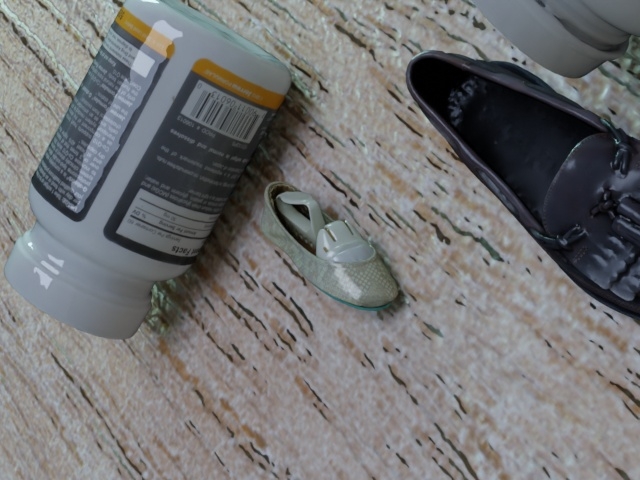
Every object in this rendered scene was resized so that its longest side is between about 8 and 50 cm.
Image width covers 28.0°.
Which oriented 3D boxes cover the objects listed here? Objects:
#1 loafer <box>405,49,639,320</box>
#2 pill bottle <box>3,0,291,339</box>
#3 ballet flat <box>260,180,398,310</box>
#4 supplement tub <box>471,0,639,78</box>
[{"bbox_3d":[0.159,-0.040,0.840,0.109,0.095,0.302,-58,44,13],"label":"loafer"},{"bbox_3d":[-0.156,-0.064,1.121,0.162,0.162,0.278,41,105,45],"label":"pill bottle"},{"bbox_3d":[0.000,0.000,1.010,0.168,0.057,0.052,34,136,47],"label":"ballet flat"},{"bbox_3d":[0.225,-0.263,0.760,0.316,0.228,0.228,-36,52,31],"label":"supplement tub"}]
